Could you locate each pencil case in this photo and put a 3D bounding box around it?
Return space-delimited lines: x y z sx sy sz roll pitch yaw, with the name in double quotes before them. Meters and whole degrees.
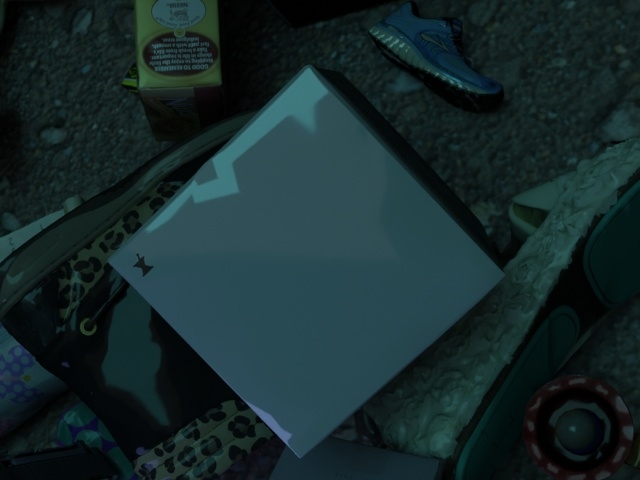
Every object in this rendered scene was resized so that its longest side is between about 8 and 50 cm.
"pencil case" -0.209 0.236 1.069 0.070 0.064 0.152 -37 63 -16
"pencil case" -0.328 0.134 1.111 0.273 0.124 0.113 -35 67 11

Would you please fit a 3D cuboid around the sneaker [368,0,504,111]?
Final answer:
"sneaker" 0.124 -0.192 1.047 0.162 0.063 0.073 41 90 25

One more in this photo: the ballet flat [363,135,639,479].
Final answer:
"ballet flat" 0.185 0.031 0.895 0.147 0.147 0.409 36 75 25

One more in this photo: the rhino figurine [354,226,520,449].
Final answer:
"rhino figurine" 0.102 0.077 0.982 0.106 0.073 0.243 42 92 21

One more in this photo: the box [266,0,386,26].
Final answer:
"box" 0.076 -0.432 1.062 0.343 0.179 0.312 -12 71 18

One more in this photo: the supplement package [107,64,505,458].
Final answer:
"supplement package" 0.000 0.000 0.826 0.199 0.262 0.198 -43 93 9

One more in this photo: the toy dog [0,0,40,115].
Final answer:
"toy dog" -0.549 -0.180 1.195 0.395 0.284 0.407 14 84 24

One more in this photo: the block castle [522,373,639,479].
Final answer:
"block castle" 0.236 0.360 0.781 0.303 0.213 0.453 21 85 25

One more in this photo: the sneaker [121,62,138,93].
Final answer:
"sneaker" -0.190 -0.186 1.186 0.083 0.031 0.035 10 78 22

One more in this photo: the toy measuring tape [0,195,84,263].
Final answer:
"toy measuring tape" -0.412 0.018 1.107 0.330 0.121 0.121 -21 70 16

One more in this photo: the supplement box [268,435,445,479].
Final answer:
"supplement box" 0.045 0.267 0.868 0.130 0.239 0.073 9 45 23

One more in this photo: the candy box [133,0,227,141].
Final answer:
"candy box" -0.147 -0.280 1.088 0.088 0.183 0.316 -2 79 -3

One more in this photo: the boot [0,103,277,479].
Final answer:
"boot" -0.101 0.053 1.022 0.377 0.138 0.284 -35 87 -26

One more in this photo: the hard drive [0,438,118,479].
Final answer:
"hard drive" -0.362 0.339 0.977 0.064 0.237 0.339 42 106 25

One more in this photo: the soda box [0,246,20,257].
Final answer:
"soda box" -0.394 0.064 1.187 0.183 0.063 0.058 -17 72 18
